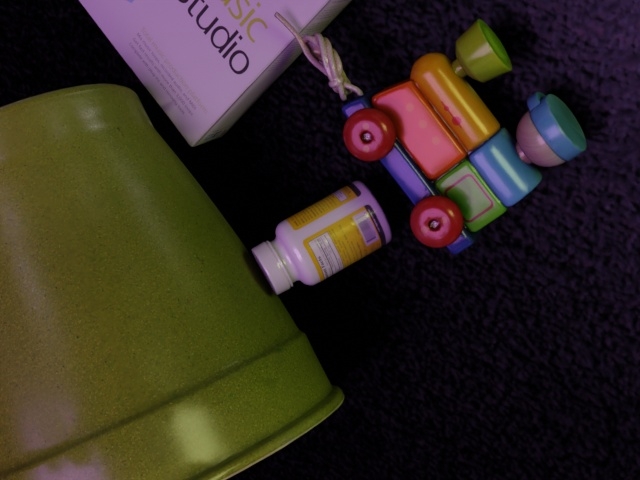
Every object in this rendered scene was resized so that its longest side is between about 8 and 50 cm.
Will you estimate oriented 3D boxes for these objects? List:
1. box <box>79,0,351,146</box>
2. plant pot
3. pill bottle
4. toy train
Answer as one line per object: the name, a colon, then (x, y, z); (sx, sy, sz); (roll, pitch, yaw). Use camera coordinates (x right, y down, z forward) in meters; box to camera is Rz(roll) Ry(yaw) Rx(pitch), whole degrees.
box: (-0.081, -0.267, 0.842); (0.322, 0.058, 0.232); (-41, 86, 35)
plant pot: (-0.214, 0.058, 0.897); (0.366, 0.366, 0.353); (-25, 87, 37)
pill bottle: (0.000, 0.000, 0.860); (0.116, 0.065, 0.065); (-29, 94, -8)
toy train: (0.086, -0.125, 0.766); (0.143, 0.105, 0.248); (-36, 93, 26)
